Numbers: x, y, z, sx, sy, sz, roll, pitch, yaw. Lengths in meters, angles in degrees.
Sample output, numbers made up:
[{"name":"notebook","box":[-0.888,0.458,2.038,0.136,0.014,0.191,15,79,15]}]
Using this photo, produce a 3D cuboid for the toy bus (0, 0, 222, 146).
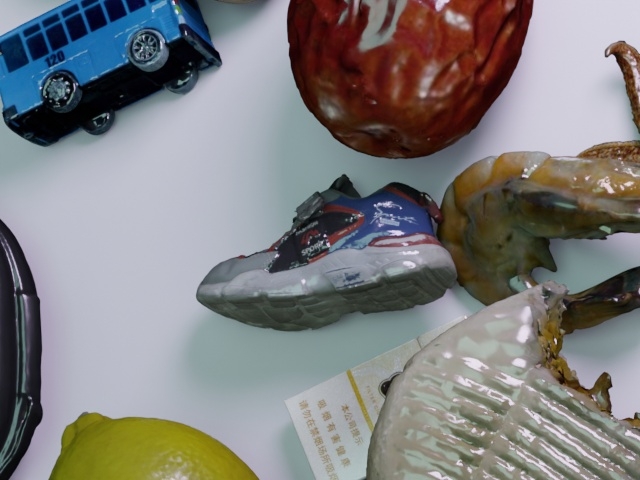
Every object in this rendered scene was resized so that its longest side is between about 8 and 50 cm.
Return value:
[{"name":"toy bus","box":[-0.192,-0.163,1.660,0.184,0.090,0.106,-24,72,11]}]

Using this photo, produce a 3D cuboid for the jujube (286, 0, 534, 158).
[{"name":"jujube","box":[0.077,-0.206,1.523,0.197,0.197,0.290,9,68,20]}]

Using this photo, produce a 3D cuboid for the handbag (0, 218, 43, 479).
[{"name":"handbag","box":[-0.358,0.103,1.665,0.254,0.093,0.308,-6,78,16]}]

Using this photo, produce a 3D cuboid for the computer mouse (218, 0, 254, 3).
[{"name":"computer mouse","box":[-0.065,-0.321,1.618,0.082,0.145,0.236,5,77,56]}]

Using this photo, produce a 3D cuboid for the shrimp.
[{"name":"shrimp","box":[0.202,0.006,1.488,0.254,0.059,0.145,8,100,28]}]

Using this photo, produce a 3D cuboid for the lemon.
[{"name":"lemon","box":[-0.132,0.236,1.516,0.184,0.184,0.248,-47,70,5]}]

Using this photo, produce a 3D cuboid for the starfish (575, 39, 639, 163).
[{"name":"starfish","box":[0.289,-0.060,1.494,0.213,0.057,0.238,2,80,27]}]

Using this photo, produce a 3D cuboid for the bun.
[{"name":"bun","box":[0.169,0.195,1.405,0.281,0.205,0.281,-5,70,13]}]

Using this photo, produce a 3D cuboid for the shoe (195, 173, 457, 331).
[{"name":"shoe","box":[0.000,0.000,1.557,0.227,0.099,0.125,-9,71,22]}]

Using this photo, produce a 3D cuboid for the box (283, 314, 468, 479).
[{"name":"box","box":[0.062,0.136,1.539,0.167,0.024,0.090,-26,67,7]}]
